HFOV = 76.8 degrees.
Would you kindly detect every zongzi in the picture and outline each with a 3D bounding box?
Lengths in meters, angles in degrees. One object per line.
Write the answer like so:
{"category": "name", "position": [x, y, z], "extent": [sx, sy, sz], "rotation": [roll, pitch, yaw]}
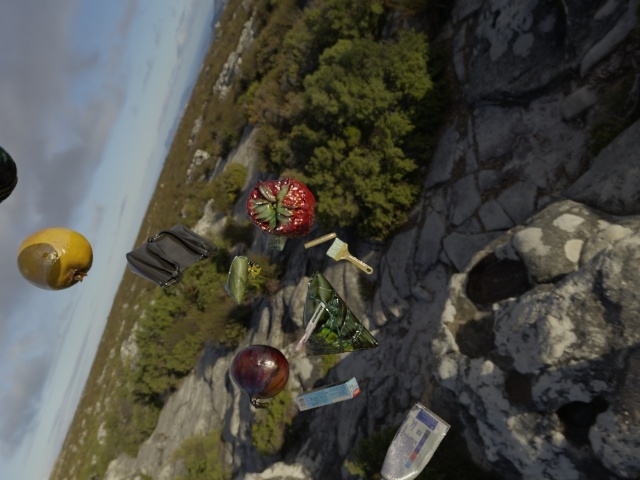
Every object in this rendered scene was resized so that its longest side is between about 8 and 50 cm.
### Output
{"category": "zongzi", "position": [0.002, 0.392, 1.770], "extent": [0.362, 0.383, 0.319], "rotation": [-29, 25, 28]}
{"category": "zongzi", "position": [-0.207, 0.099, 1.038], "extent": [0.113, 0.052, 0.103], "rotation": [26, 102, 66]}

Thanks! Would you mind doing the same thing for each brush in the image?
{"category": "brush", "position": [0.130, 0.077, 1.676], "extent": [0.083, 0.205, 0.011], "rotation": [-57, 0, -6]}

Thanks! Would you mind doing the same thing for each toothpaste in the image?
{"category": "toothpaste", "position": [0.024, 0.435, 1.150], "extent": [0.193, 0.070, 0.044], "rotation": [-29, 78, 33]}
{"category": "toothpaste", "position": [0.240, 0.602, 1.130], "extent": [0.282, 0.099, 0.068], "rotation": [-53, -3, -10]}

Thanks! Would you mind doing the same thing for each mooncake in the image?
{"category": "mooncake", "position": [-0.238, -0.104, 2.154], "extent": [0.254, 0.136, 0.250], "rotation": [94, -175, -46]}

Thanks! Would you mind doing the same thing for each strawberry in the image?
{"category": "strawberry", "position": [-0.150, -0.126, 1.632], "extent": [0.258, 0.261, 0.261], "rotation": [-13, -55, -77]}

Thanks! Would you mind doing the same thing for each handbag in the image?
{"category": "handbag", "position": [-0.584, 0.057, 1.608], "extent": [0.257, 0.285, 0.113], "rotation": [23, 132, 29]}

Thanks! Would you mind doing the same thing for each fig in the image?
{"category": "fig", "position": [-0.236, 0.519, 1.589], "extent": [0.214, 0.235, 0.235], "rotation": [-39, -5, -47]}

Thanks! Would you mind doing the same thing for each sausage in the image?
{"category": "sausage", "position": [0.000, 0.000, 1.590], "extent": [0.024, 0.132, 0.024], "rotation": [158, 90, -85]}

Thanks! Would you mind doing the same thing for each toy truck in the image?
{"category": "toy truck", "position": [-0.254, 0.101, 1.428], "extent": [0.049, 0.083, 0.054], "rotation": [-47, 14, 29]}

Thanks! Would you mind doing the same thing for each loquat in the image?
{"category": "loquat", "position": [-0.847, 0.061, 1.296], "extent": [0.208, 0.208, 0.208], "rotation": [-43, 38, 46]}

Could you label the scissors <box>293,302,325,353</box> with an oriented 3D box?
{"category": "scissors", "position": [-0.027, 0.241, 1.124], "extent": [0.085, 0.022, 0.176], "rotation": [-32, -28, -59]}

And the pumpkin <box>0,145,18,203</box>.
{"category": "pumpkin", "position": [-0.739, -0.127, 0.829], "extent": [0.140, 0.202, 0.202], "rotation": [51, 133, 9]}
